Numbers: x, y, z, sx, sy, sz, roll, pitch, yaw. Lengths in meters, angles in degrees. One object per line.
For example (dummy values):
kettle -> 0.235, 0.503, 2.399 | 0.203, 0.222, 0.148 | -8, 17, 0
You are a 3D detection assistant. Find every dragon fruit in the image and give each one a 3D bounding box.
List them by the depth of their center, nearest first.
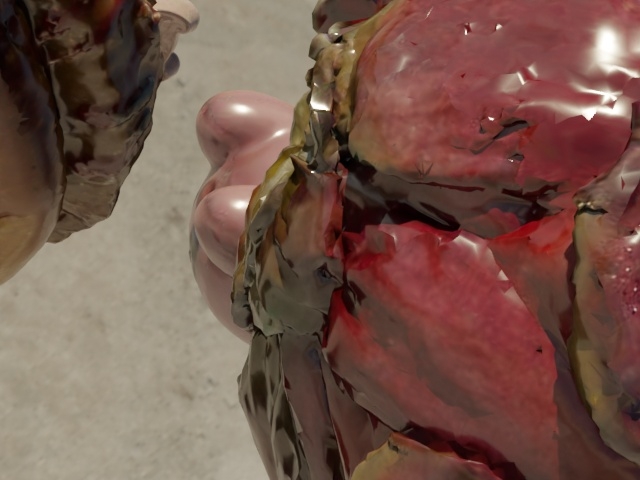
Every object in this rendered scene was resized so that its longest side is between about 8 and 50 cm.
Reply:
dragon fruit -> 0.123, 0.035, 0.516 | 0.329, 0.329, 0.329 | 35, 33, -27

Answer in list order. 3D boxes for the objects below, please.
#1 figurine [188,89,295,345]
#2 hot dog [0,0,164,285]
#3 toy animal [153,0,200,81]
figurine -> 0.006, 0.004, 1.240 | 0.261, 0.211, 0.270 | 4, 44, -11
hot dog -> -0.195, -0.145, 0.611 | 0.405, 0.223, 0.185 | 61, 32, -42
toy animal -> -0.205, -0.265, 1.463 | 0.124, 0.124, 0.212 | 23, 29, -41
